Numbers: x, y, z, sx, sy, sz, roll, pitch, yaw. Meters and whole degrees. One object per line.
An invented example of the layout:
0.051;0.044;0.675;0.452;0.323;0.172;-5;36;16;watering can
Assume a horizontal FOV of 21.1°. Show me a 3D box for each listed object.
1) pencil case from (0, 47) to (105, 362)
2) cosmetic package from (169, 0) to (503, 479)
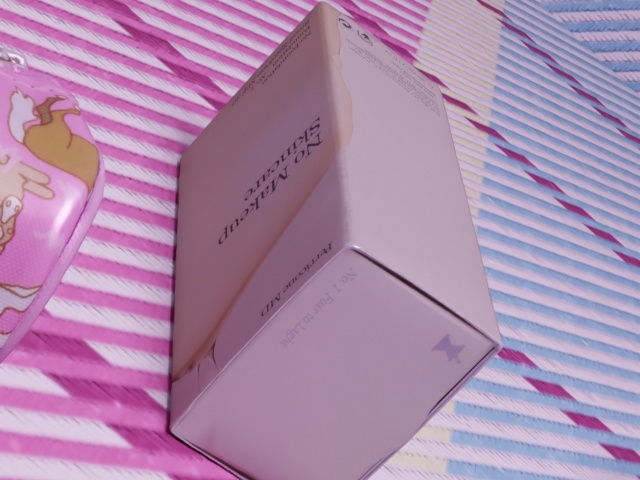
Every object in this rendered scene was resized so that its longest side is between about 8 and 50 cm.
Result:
-0.279;-0.079;0.683;0.386;0.160;0.167;33;25;-25;pencil case
0.000;0.000;1.038;0.113;0.160;0.309;35;22;-21;cosmetic package
